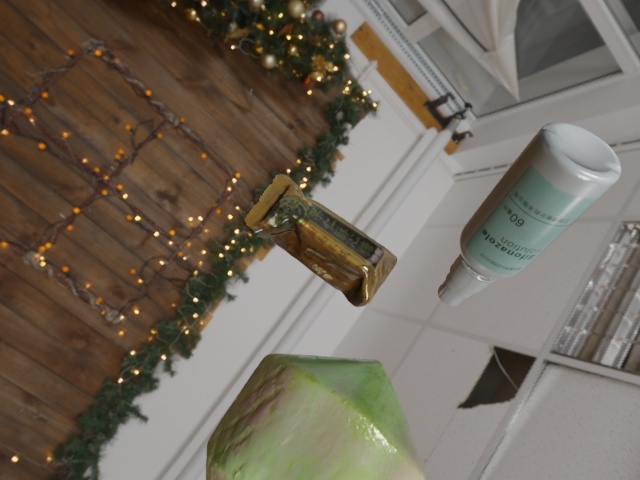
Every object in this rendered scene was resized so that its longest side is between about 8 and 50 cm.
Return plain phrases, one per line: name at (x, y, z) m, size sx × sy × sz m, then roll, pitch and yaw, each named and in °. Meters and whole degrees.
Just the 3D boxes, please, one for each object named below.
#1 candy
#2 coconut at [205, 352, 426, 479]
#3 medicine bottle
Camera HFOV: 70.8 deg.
candy at (0.000, 0.000, 0.778) m, size 0.143 × 0.271 × 0.101 m, roll -52°, pitch -179°, yaw -40°
coconut at (-0.005, 0.224, 0.489) m, size 0.236 × 0.204 × 0.236 m, roll -36°, pitch -159°, yaw 16°
medicine bottle at (0.274, -0.006, 0.674) m, size 0.352 × 0.110 × 0.110 m, roll 111°, pitch 5°, yaw -50°
